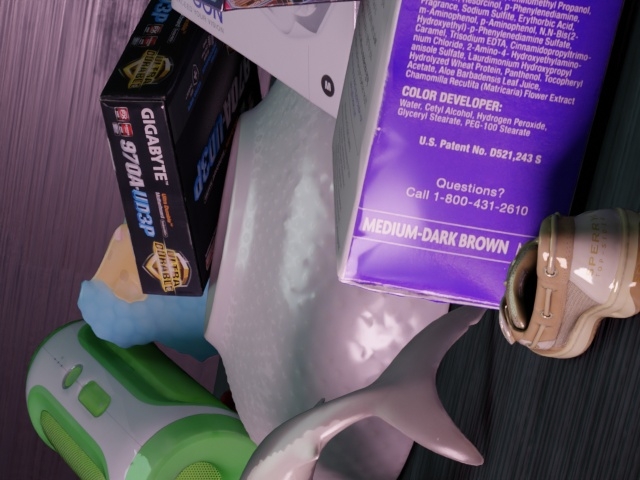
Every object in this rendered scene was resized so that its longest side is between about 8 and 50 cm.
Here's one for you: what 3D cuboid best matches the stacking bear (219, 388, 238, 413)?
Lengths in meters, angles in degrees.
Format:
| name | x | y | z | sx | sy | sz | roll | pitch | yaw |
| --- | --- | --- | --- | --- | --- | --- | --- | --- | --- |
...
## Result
| name | x | y | z | sx | sy | sz | roll | pitch | yaw |
| --- | --- | --- | --- | --- | --- | --- | --- | --- | --- |
| stacking bear | -0.068 | 0.266 | 1.480 | 0.164 | 0.175 | 0.289 | 136 | 153 | -69 |

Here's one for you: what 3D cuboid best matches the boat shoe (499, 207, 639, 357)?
| name | x | y | z | sx | sy | sz | roll | pitch | yaw |
| --- | --- | --- | --- | --- | --- | --- | --- | --- | --- |
| boat shoe | 0.096 | 0.016 | 0.762 | 0.153 | 0.048 | 0.056 | 134 | 145 | -79 |

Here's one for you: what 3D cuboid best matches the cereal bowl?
| name | x | y | z | sx | sy | sz | roll | pitch | yaw |
| --- | --- | --- | --- | --- | --- | --- | --- | --- | --- |
| cereal bowl | 0.000 | 0.000 | 1.270 | 0.339 | 0.141 | 0.339 | -170 | 90 | -85 |

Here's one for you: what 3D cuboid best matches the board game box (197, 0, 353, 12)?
| name | x | y | z | sx | sy | sz | roll | pitch | yaw |
| --- | --- | --- | --- | --- | --- | --- | --- | --- | --- |
| board game box | 0.034 | -0.211 | 0.967 | 0.042 | 0.243 | 0.165 | 28 | 116 | 36 |

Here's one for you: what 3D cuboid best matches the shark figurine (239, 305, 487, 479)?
| name | x | y | z | sx | sy | sz | roll | pitch | yaw |
| --- | --- | --- | --- | --- | --- | --- | --- | --- | --- |
| shark figurine | -0.006 | 0.140 | 1.051 | 0.116 | 0.166 | 0.278 | -72 | -3 | -55 |

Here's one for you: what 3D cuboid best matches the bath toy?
| name | x | y | z | sx | sy | sz | roll | pitch | yaw |
| --- | --- | --- | --- | --- | --- | --- | --- | --- | --- |
| bath toy | -0.084 | 0.010 | 1.566 | 0.129 | 0.151 | 0.348 | -36 | -1 | 19 |

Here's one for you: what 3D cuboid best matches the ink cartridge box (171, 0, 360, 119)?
| name | x | y | z | sx | sy | sz | roll | pitch | yaw |
| --- | --- | --- | --- | --- | --- | --- | --- | --- | --- |
| ink cartridge box | -0.024 | -0.212 | 1.122 | 0.223 | 0.045 | 0.224 | 37 | 134 | 46 |

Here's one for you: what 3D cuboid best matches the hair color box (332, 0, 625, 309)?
| name | x | y | z | sx | sy | sz | roll | pitch | yaw |
| --- | --- | --- | --- | --- | --- | --- | --- | --- | --- |
| hair color box | 0.086 | -0.159 | 0.860 | 0.185 | 0.110 | 0.339 | -92 | 11 | -67 |

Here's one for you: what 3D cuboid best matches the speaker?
| name | x | y | z | sx | sy | sz | roll | pitch | yaw |
| --- | --- | --- | --- | --- | --- | --- | --- | --- | --- |
| speaker | -0.139 | 0.152 | 1.425 | 0.296 | 0.131 | 0.131 | 29 | 111 | 62 |

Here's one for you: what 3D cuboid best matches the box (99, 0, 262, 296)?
| name | x | y | z | sx | sy | sz | roll | pitch | yaw |
| --- | --- | --- | --- | --- | --- | --- | --- | --- | --- |
| box | -0.097 | -0.093 | 1.357 | 0.220 | 0.051 | 0.175 | -72 | -20 | -50 |
